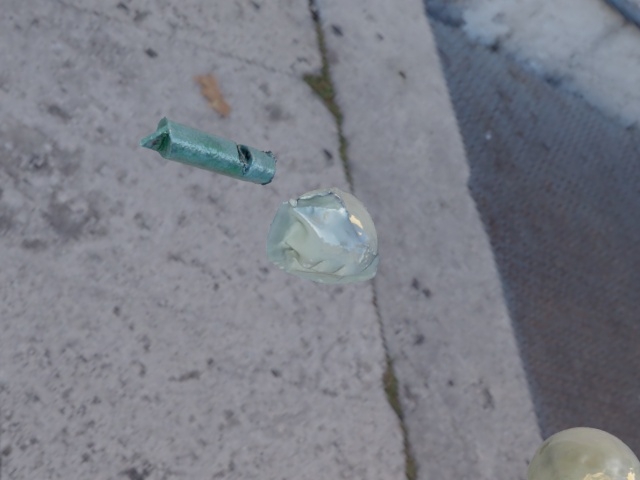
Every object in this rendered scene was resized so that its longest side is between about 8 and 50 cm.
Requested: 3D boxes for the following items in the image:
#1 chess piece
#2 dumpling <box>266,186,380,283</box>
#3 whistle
[{"bbox_3d":[0.278,0.310,1.199,0.167,0.299,0.167,-6,41,6],"label":"chess piece"},{"bbox_3d":[0.001,0.003,1.605,0.111,0.155,0.181,-87,156,-68],"label":"dumpling"},{"bbox_3d":[-0.104,-0.085,1.120,0.186,0.039,0.039,13,48,-60],"label":"whistle"}]
